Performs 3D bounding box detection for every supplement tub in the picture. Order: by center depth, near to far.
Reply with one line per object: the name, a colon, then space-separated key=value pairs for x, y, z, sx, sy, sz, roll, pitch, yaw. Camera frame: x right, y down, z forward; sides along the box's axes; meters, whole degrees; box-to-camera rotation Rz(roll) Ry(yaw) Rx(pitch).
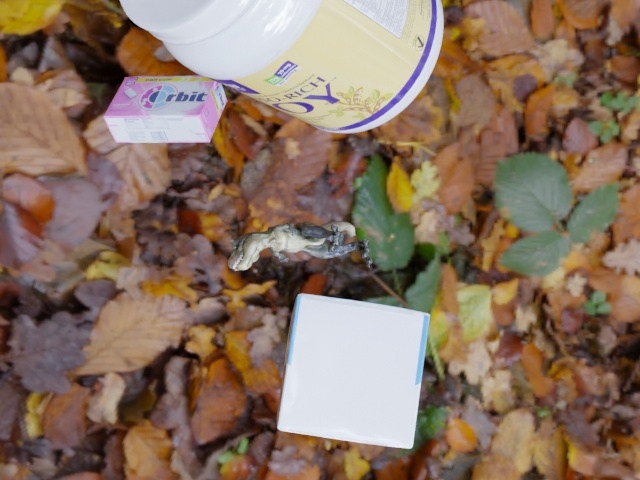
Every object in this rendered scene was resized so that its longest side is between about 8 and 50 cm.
supplement tub: x=-0.036 y=-0.273 z=0.972 sx=0.331 sy=0.241 sz=0.241 roll=15 pitch=83 yaw=-51

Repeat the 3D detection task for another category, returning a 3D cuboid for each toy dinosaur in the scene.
toy dinosaur: x=0.000 y=0.000 z=1.162 sx=0.268 sy=0.118 sz=0.064 roll=-8 pitch=103 yaw=-48

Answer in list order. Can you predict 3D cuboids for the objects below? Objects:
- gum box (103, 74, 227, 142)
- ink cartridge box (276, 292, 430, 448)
gum box: x=-0.268 y=-0.224 z=1.471 sx=0.062 sy=0.189 sz=0.107 roll=74 pitch=23 yaw=-47
ink cartridge box: x=0.042 y=0.196 z=1.343 sx=0.197 sy=0.270 sz=0.198 roll=9 pitch=85 yaw=-2
